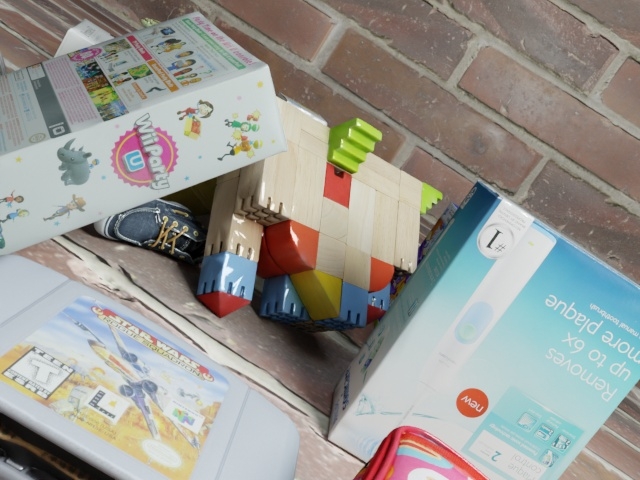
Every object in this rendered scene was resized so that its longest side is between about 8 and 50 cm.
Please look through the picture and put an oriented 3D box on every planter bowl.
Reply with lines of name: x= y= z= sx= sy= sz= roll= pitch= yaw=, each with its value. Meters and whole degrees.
planter bowl: x=-0.209 y=-0.102 z=1.012 sx=0.217 sy=0.090 sz=0.217 roll=54 pitch=-4 yaw=5

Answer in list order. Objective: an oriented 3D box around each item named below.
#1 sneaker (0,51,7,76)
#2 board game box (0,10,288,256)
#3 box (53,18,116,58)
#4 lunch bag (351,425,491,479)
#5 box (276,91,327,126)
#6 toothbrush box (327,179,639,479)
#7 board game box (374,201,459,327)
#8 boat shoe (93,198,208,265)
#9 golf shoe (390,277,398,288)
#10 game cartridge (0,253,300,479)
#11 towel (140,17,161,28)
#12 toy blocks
sneaker: x=-0.460 y=-0.223 z=0.895 sx=0.252 sy=0.103 sz=0.111 roll=42 pitch=17 yaw=34
board game box: x=-0.217 y=-0.118 z=0.681 sx=0.224 sy=0.303 sz=0.097 roll=49 pitch=-22 yaw=50
box: x=-0.315 y=-0.184 z=0.918 sx=0.119 sy=0.182 sz=0.181 roll=29 pitch=13 yaw=-22
lunch bag: x=0.126 y=0.249 z=0.404 sx=0.293 sy=0.120 sz=0.258 roll=36 pitch=8 yaw=11
box: x=-0.091 y=-0.221 z=1.569 sx=0.114 sy=0.203 sz=0.103 roll=28 pitch=13 yaw=-23
toothbrush box: x=0.175 y=0.122 z=0.706 sx=0.216 sy=0.295 sz=0.126 roll=33 pitch=13 yaw=-3
board game box: x=0.179 y=0.091 z=0.977 sx=0.078 sy=0.233 sz=0.347 roll=32 pitch=12 yaw=-6
boat shoe: x=-0.192 y=-0.013 z=0.840 sx=0.083 sy=0.065 sz=0.183 roll=35 pitch=11 yaw=17
golf shoe: x=0.100 y=0.063 z=1.278 sx=0.186 sy=0.067 sz=0.086 roll=33 pitch=11 yaw=2
game cartridge: x=-0.150 y=0.115 z=0.491 sx=0.297 sy=0.062 sz=0.198 roll=32 pitch=16 yaw=-5
towel: x=-0.238 y=-0.357 z=1.223 sx=0.148 sy=0.027 sz=0.110 roll=24 pitch=11 yaw=15
toy blocks: x=0.000 y=0.000 z=0.892 sx=0.381 sy=0.261 sz=0.190 roll=23 pitch=-26 yaw=-39
